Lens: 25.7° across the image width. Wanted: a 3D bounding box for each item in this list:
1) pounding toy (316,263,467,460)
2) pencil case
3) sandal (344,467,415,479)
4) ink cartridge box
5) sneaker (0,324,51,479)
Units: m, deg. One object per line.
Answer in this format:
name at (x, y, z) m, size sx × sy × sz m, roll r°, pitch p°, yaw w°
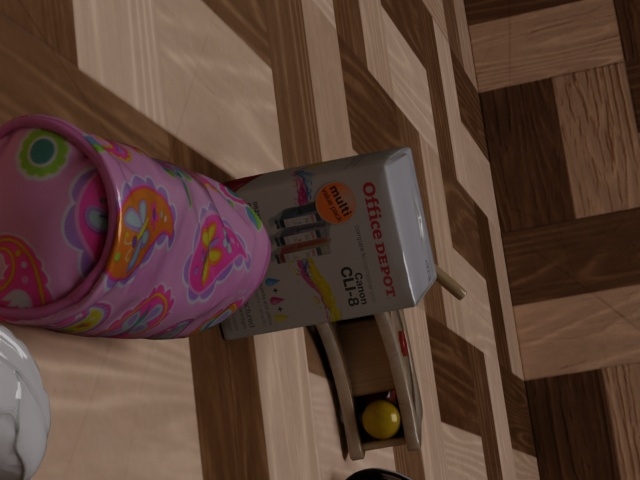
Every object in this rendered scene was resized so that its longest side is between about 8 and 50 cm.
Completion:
pounding toy at (0.080, 0.092, 1.511) m, size 0.154 × 0.155 × 0.269 m, roll -17°, pitch 96°, yaw -80°
pencil case at (-0.127, -0.001, 0.885) m, size 0.284 × 0.124 × 0.124 m, roll 14°, pitch 66°, yaw -75°
sandal at (0.060, 0.268, 1.416) m, size 0.265 × 0.102 × 0.076 m, roll 14°, pitch 69°, yaw -72°
ink cartridge box at (0.000, 0.000, 1.231) m, size 0.127 × 0.176 × 0.128 m, roll -41°, pitch 119°, yaw -74°
sneaker at (-0.206, 0.069, 0.613) m, size 0.232 × 0.090 × 0.115 m, roll 50°, pitch 38°, yaw -45°
